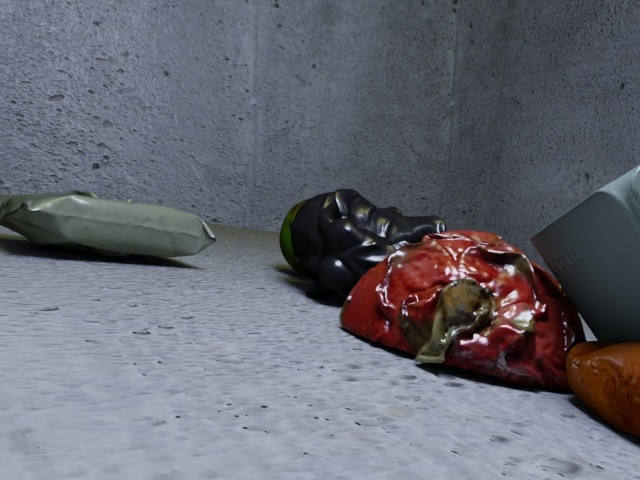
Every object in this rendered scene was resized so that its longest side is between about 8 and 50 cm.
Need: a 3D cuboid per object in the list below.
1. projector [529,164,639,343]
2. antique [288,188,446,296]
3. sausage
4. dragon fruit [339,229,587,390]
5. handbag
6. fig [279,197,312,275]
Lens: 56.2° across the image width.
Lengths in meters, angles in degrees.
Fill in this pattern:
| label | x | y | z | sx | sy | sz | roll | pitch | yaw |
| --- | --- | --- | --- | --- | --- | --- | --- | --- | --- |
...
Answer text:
| label | x | y | z | sx | sy | sz | roll | pitch | yaw |
| --- | --- | --- | --- | --- | --- | --- | --- | --- | --- |
| projector | 0.335 | 0.033 | 0.591 | 0.108 | 0.198 | 0.250 | -29 | -12 | -4 |
| antique | 0.077 | 0.014 | 1.038 | 0.255 | 0.185 | 0.322 | 13 | 8 | -28 |
| sausage | 0.282 | 0.130 | 0.536 | 0.089 | 0.089 | 0.179 | 10 | 0 | -2 |
| dragon fruit | 0.192 | 0.068 | 0.689 | 0.317 | 0.151 | 0.205 | 11 | 4 | -2 |
| handbag | -0.378 | -0.026 | 1.031 | 0.316 | 0.109 | 0.253 | 6 | 0 | -43 |
| fig | 0.000 | 0.000 | 1.259 | 0.181 | 0.180 | 0.191 | 11 | 28 | 19 |
